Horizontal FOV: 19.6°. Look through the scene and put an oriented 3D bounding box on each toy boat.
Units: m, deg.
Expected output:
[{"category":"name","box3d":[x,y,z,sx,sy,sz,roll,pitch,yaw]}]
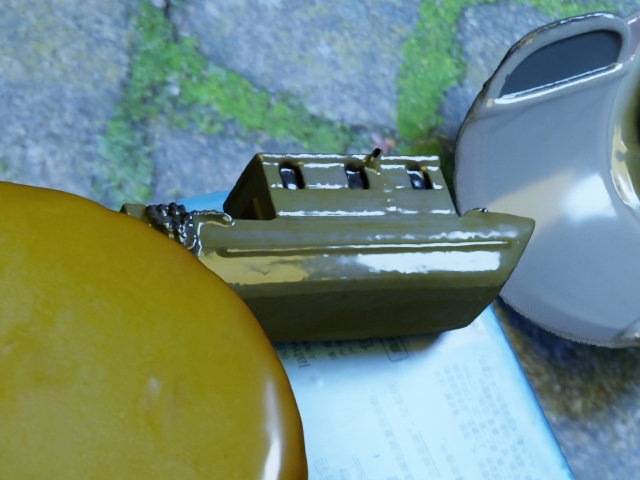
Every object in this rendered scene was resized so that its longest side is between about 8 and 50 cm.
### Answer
[{"category":"toy boat","box3d":[0.000,0.000,0.802,0.201,0.057,0.077,-1,58,-29]}]

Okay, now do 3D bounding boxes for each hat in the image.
[{"category":"hat","box3d":[0.193,-0.021,1.028,0.226,0.164,0.219,-27,74,1]}]

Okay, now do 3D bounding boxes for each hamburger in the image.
[{"category":"hamburger","box3d":[-0.132,0.102,0.692,0.246,0.170,0.246,14,45,-14]}]

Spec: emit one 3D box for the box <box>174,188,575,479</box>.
[{"category":"box","box3d":[0.019,0.085,0.850,0.143,0.083,0.232,-12,70,-36]}]
